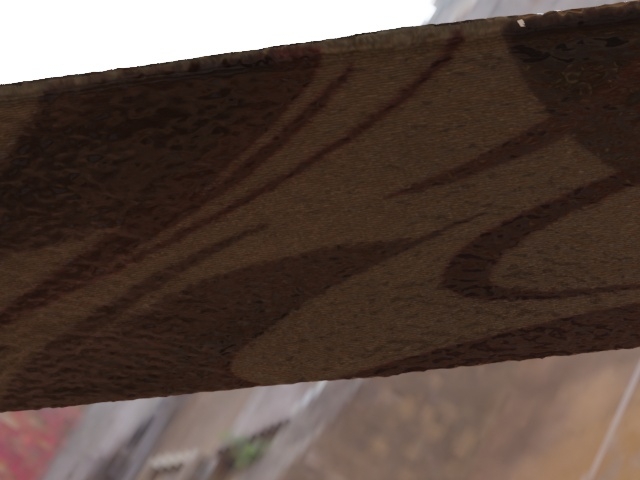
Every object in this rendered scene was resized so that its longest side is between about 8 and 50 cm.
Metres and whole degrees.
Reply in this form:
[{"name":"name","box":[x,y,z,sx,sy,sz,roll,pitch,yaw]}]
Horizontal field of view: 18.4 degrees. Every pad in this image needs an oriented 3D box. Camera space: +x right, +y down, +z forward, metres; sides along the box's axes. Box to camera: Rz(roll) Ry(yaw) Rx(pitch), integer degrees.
[{"name":"pad","box":[0.000,0.000,0.588,0.330,0.004,0.220,-7,-27,10]}]
